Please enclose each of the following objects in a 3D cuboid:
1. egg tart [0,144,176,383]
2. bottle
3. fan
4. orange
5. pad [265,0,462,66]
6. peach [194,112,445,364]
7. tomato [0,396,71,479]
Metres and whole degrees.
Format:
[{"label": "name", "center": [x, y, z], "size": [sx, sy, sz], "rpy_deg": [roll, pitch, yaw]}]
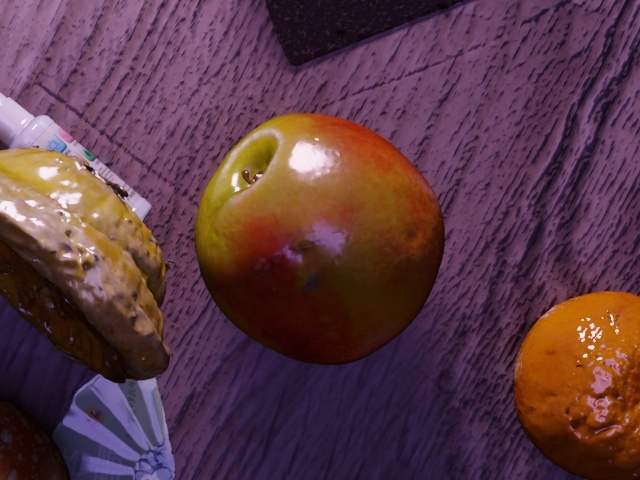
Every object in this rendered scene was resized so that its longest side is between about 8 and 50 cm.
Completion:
[{"label": "egg tart", "center": [-0.238, 0.009, 1.224], "size": [0.290, 0.290, 0.115], "rpy_deg": [45, 69, -8]}, {"label": "bottle", "center": [-0.260, -0.082, 1.301], "size": [0.217, 0.060, 0.060], "rpy_deg": [42, 92, -9]}, {"label": "fan", "center": [-0.213, 0.233, 1.372], "size": [0.131, 0.009, 0.240], "rpy_deg": [8, 97, -3]}, {"label": "orange", "center": [0.280, 0.145, 1.325], "size": [0.193, 0.161, 0.193], "rpy_deg": [-1, 95, -12]}, {"label": "pad", "center": [0.090, -0.315, 1.280], "size": [0.330, 0.004, 0.220], "rpy_deg": [-22, 124, -2]}, {"label": "peach", "center": [0.000, 0.000, 1.256], "size": [0.231, 0.231, 0.230], "rpy_deg": [-1, 97, -4]}, {"label": "tomato", "center": [-0.367, 0.269, 1.257], "size": [0.270, 0.222, 0.270], "rpy_deg": [0, 94, -3]}]
